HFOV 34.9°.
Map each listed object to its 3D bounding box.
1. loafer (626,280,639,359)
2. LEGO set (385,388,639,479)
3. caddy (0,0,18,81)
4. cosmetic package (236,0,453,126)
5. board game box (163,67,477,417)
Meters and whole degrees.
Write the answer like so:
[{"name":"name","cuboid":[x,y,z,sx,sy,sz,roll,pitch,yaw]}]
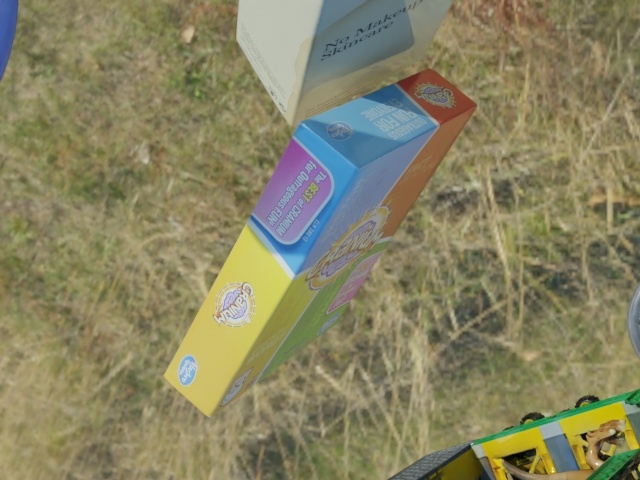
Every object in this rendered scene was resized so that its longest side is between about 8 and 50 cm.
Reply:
[{"name":"loafer","cuboid":[0.325,0.094,0.583,0.303,0.095,0.109,23,100,18]},{"name":"LEGO set","cuboid":[0.100,0.190,0.428,0.255,0.331,0.192,-24,83,24]},{"name":"caddy","cuboid":[-0.301,-0.112,0.408,0.341,0.241,0.179,14,156,-20]},{"name":"cosmetic package","cuboid":[0.027,-0.221,0.842,0.113,0.160,0.309,59,169,7]},{"name":"board game box","cuboid":[0.000,0.000,0.968,0.064,0.242,0.316,40,125,13]}]
